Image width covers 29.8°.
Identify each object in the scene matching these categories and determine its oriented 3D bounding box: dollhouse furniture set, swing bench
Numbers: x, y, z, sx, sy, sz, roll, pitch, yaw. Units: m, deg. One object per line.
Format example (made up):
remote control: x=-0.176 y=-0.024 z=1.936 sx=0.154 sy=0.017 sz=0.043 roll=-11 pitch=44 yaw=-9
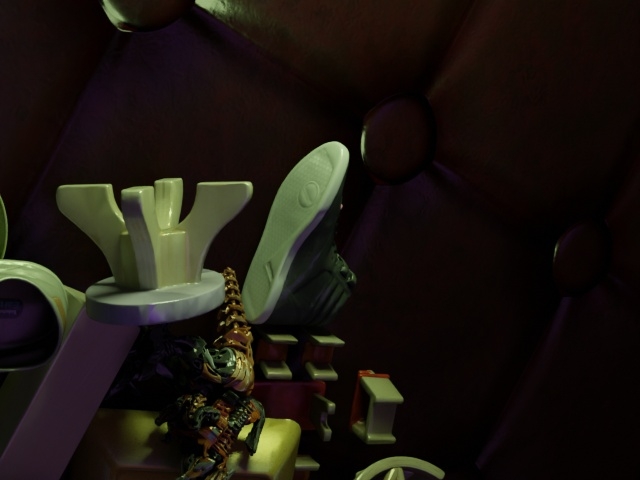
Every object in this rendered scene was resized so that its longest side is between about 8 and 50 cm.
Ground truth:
dollhouse furniture set: x=-0.016 y=0.258 z=1.878 sx=0.259 sy=0.135 sz=0.262 roll=4 pitch=104 yaw=-23
swing bench: x=0.051 y=0.479 z=1.852 sx=0.165 sy=0.253 sz=0.254 roll=21 pitch=52 yaw=-18

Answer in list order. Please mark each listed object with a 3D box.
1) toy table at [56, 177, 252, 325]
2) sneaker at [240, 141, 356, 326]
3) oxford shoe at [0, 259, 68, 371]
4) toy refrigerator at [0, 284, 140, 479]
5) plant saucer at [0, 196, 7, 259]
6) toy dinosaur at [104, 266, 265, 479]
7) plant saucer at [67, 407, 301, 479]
toy table: x=-0.212 y=0.005 z=1.557 sx=0.252 sy=0.274 sz=0.161 roll=-3 pitch=97 yaw=-7
sneaker: x=0.000 y=0.000 z=1.794 sx=0.147 sy=0.104 sz=0.296 roll=17 pitch=103 yaw=-38
oxford shoe: x=-0.505 y=0.100 z=1.427 sx=0.449 sy=0.130 sz=0.169 roll=-3 pitch=111 yaw=-31
toy refrigerator: x=-0.364 y=0.203 z=1.626 sx=0.102 sy=0.094 sz=0.269 roll=27 pitch=92 yaw=-42
plant saucer: x=-0.510 y=-0.006 z=1.487 sx=0.241 sy=0.037 sz=0.241 roll=-12 pitch=113 yaw=-31
toy dinosaur: x=-0.172 y=0.197 z=1.697 sx=0.218 sy=0.322 sz=0.164 roll=22 pitch=130 yaw=-21
plant saucer: x=-0.204 y=0.419 z=1.748 sx=0.333 sy=0.081 sz=0.333 roll=6 pitch=105 yaw=-16
